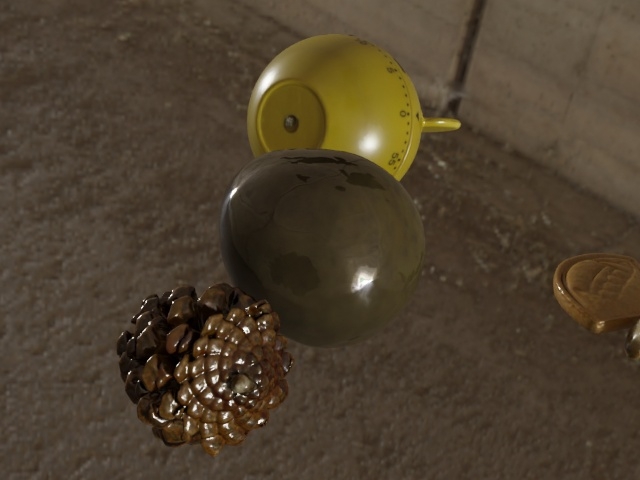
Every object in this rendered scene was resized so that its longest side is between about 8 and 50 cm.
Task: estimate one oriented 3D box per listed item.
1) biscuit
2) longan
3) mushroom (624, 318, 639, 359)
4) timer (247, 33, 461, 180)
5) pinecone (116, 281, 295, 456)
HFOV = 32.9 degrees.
[{"bbox_3d":[0.398,0.066,1.518,0.142,0.029,0.220,21,31,23],"label":"biscuit"},{"bbox_3d":[0.000,0.000,1.252,0.248,0.248,0.248,8,35,-5],"label":"longan"},{"bbox_3d":[0.491,0.174,1.394,0.212,0.097,0.088,49,36,17],"label":"mushroom"},{"bbox_3d":[0.047,-0.233,2.133,0.376,0.376,0.387,31,19,26],"label":"timer"},{"bbox_3d":[-0.113,0.112,1.001,0.173,0.174,0.173,8,35,-5],"label":"pinecone"}]
